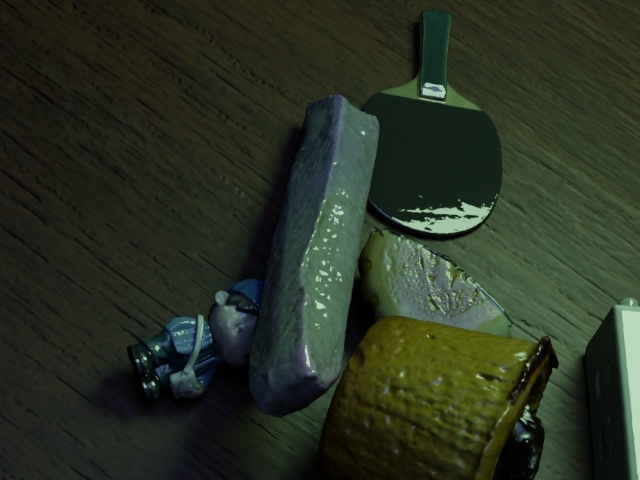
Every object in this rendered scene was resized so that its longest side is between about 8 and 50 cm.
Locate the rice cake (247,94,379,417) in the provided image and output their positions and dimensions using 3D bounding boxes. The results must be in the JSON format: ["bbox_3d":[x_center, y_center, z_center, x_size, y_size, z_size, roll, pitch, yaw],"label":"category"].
[{"bbox_3d":[0.000,0.001,1.405,0.064,0.070,0.399,41,35,-24],"label":"rice cake"}]

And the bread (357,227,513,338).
[{"bbox_3d":[0.097,0.066,1.435,0.157,0.083,0.094,24,59,4],"label":"bread"}]

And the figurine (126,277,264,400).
[{"bbox_3d":[-0.092,0.092,1.385,0.149,0.087,0.086,-21,109,-11],"label":"figurine"}]

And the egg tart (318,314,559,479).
[{"bbox_3d":[0.100,0.159,1.312,0.171,0.215,0.215,21,55,14],"label":"egg tart"}]

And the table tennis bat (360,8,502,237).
[{"bbox_3d":[0.111,-0.121,1.596,0.154,0.021,0.274,10,59,-8],"label":"table tennis bat"}]

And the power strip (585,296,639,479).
[{"bbox_3d":[0.280,0.191,1.392,0.058,0.098,0.338,6,57,-6],"label":"power strip"}]
